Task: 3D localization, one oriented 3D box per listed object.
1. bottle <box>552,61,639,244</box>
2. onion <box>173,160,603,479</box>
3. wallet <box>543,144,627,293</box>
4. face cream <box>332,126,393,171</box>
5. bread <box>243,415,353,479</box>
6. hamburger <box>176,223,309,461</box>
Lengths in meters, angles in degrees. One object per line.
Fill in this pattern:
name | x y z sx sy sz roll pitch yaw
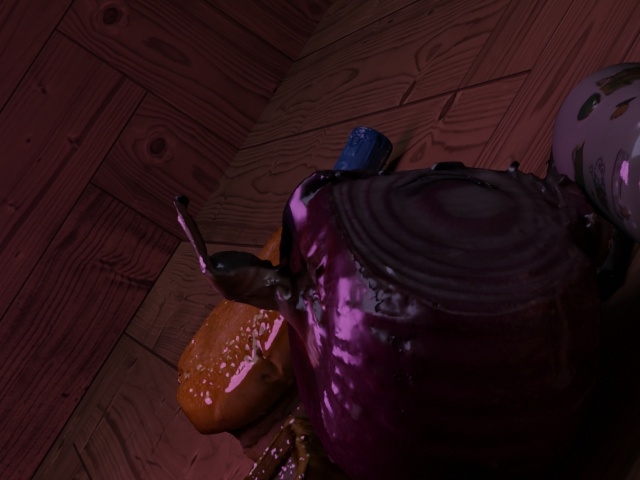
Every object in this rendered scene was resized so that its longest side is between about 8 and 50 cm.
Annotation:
bottle | 0.242 -0.047 0.929 0.120 0.120 0.253 -55 14 8
onion | 0.081 0.078 0.978 0.272 0.256 0.230 -19 54 8
wallet | 0.224 -0.031 1.162 0.122 0.031 0.232 -36 25 47
face cream | 0.000 0.000 1.819 0.337 0.080 0.163 -62 13 -22
bread | -0.041 0.275 1.254 0.222 0.096 0.181 -54 12 2
hamburger | -0.008 0.082 1.439 0.314 0.170 0.290 -52 16 18
